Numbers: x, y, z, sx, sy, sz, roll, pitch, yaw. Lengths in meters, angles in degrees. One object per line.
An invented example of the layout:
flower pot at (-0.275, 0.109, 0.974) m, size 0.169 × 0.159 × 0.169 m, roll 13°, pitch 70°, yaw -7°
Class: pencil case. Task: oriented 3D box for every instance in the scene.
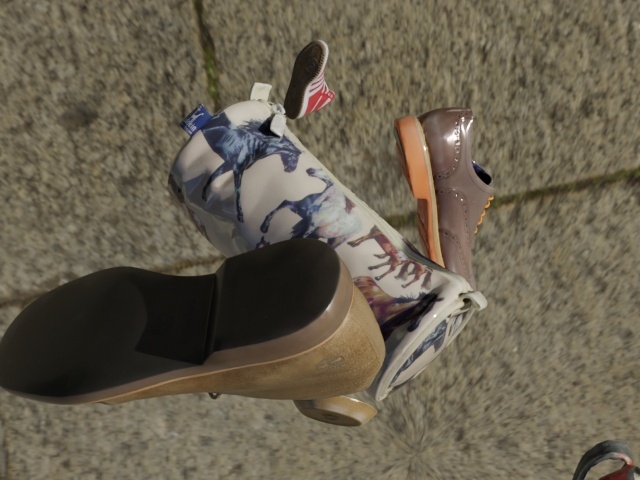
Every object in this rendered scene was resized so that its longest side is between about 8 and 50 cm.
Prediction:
pencil case at (0.000, 0.000, 1.257) m, size 0.410 × 0.160 × 0.184 m, roll 43°, pitch 118°, yaw 24°

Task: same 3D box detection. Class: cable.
cable at (0.312, 0.339, 1.333) m, size 0.287 × 0.072 × 0.139 m, roll -33°, pitch 106°, yaw 31°

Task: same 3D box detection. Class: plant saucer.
plant saucer at (0.011, 0.159, 1.021) m, size 0.083 × 0.083 × 0.015 m, roll 10°, pitch 70°, yaw 7°

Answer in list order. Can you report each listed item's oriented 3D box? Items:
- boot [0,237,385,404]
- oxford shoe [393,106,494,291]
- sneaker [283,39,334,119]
boot at (-0.099, 0.083, 0.777) m, size 0.305 × 0.115 × 0.112 m, roll -9°, pitch 52°, yaw 27°
oxford shoe at (0.216, -0.039, 1.706) m, size 0.132 × 0.364 × 0.130 m, roll -16°, pitch 34°, yaw 1°
sneaker at (-0.005, -0.219, 1.459) m, size 0.042 × 0.067 × 0.118 m, roll 42°, pitch 128°, yaw 22°
